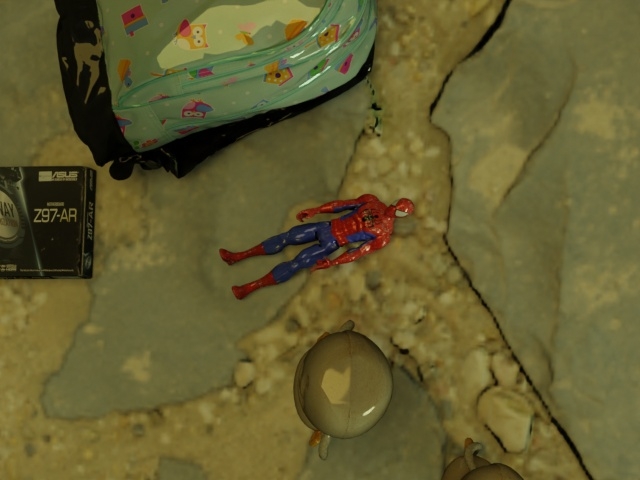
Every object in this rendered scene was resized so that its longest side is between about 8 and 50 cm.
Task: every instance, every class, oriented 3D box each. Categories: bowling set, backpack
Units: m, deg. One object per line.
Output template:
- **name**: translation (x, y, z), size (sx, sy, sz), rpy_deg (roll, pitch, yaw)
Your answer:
- **bowling set**: translation (0.068, 0.194, 1.061), size (0.199, 0.154, 0.287), rpy_deg (9, 84, -4)
- **backpack**: translation (-0.057, -0.126, 1.126), size (0.182, 0.115, 0.152), rpy_deg (-12, 78, 9)

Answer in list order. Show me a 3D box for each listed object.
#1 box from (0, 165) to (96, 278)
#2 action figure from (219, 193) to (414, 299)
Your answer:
- **box**: translation (-0.177, -0.010, 1.188), size (0.083, 0.018, 0.067), rpy_deg (1, 84, 14)
- **action figure**: translation (0.000, 0.000, 1.142), size (0.115, 0.030, 0.038), rpy_deg (-21, 74, 8)
